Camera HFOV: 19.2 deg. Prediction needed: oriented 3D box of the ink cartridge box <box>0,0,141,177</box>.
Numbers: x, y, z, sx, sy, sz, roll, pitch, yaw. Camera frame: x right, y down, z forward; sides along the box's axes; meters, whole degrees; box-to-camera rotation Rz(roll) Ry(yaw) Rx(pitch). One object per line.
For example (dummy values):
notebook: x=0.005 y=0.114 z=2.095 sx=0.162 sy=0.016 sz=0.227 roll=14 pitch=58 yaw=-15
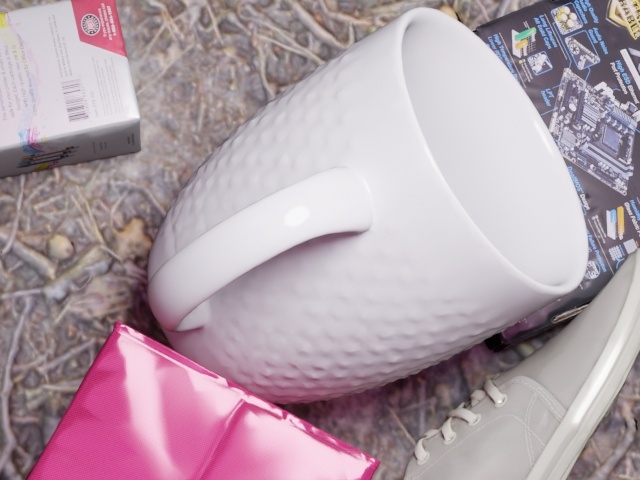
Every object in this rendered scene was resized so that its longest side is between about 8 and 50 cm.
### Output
ink cartridge box: x=-0.264 y=-0.138 z=1.755 sx=0.176 sy=0.127 sz=0.128 roll=-11 pitch=81 yaw=-7

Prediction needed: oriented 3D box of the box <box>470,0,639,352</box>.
box: x=0.239 y=-0.083 z=1.819 sx=0.293 sy=0.073 sz=0.295 roll=-24 pitch=84 yaw=-11

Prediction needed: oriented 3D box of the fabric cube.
fabric cube: x=-0.128 y=0.255 z=1.632 sx=0.259 sy=0.254 sz=0.258 roll=28 pitch=76 yaw=1

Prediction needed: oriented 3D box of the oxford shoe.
oxford shoe: x=0.161 y=0.188 z=1.701 sx=0.130 sy=0.169 sz=0.449 roll=34 pitch=91 yaw=8

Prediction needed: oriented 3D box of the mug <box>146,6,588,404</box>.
mug: x=0.000 y=0.000 z=1.613 sx=0.328 sy=0.374 sz=0.276 roll=-30 pitch=81 yaw=27
